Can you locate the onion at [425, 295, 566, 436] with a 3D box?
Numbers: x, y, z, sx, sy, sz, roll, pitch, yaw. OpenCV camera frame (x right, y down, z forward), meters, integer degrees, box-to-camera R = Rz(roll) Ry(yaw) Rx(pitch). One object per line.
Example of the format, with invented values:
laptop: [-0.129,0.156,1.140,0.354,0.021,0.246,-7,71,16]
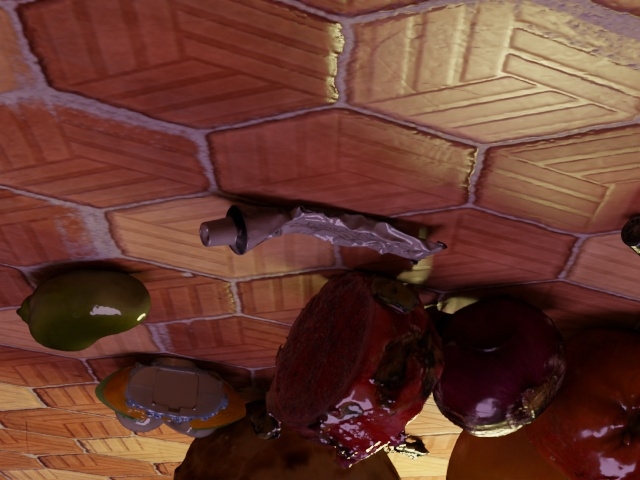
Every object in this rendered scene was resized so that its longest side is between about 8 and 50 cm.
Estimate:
onion: [0.185,0.126,1.653,0.198,0.173,0.135,33,156,25]

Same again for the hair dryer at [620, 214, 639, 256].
hair dryer: [0.423,0.035,1.368,0.195,0.075,0.219,31,165,-37]

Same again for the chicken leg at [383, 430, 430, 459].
chicken leg: [0.118,0.344,2.427,0.106,0.051,0.253,-8,161,17]

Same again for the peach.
peach: [0.324,0.357,2.108,0.289,0.289,0.308,15,-163,-30]

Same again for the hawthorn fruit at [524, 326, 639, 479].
hawthorn fruit: [0.350,0.217,1.786,0.211,0.211,0.299,9,168,-16]

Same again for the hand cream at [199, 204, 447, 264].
hand cream: [0.000,-0.004,1.429,0.257,0.050,0.084,4,164,-21]

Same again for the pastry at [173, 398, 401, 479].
pastry: [-0.057,0.403,2.216,0.388,0.312,0.388,2,-178,0]

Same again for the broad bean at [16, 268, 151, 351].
broad bean: [-0.287,0.078,1.686,0.124,0.082,0.174,18,146,-37]

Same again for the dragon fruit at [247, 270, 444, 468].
dragon fruit: [0.047,0.152,1.614,0.147,0.211,0.282,24,125,-25]

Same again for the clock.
clock: [-0.221,0.237,2.090,0.231,0.103,0.144,11,162,-14]
